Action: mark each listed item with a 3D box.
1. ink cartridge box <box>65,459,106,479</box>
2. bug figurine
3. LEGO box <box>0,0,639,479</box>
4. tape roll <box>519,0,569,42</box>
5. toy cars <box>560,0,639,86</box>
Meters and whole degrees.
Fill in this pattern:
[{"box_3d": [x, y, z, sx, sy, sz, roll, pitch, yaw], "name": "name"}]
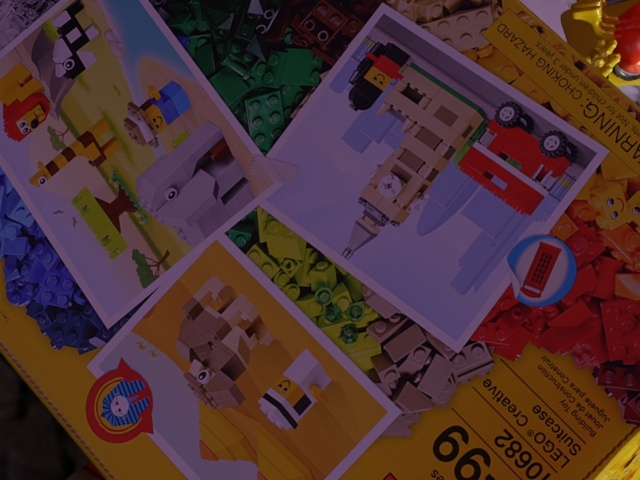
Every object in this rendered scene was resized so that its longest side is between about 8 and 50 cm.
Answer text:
[{"box_3d": [-0.107, 0.196, 1.093, 0.145, 0.045, 0.179, 32, 47, 4], "name": "ink cartridge box"}, {"box_3d": [0.139, -0.127, 1.256, 0.279, 0.072, 0.216, -3, 26, 24], "name": "bug figurine"}, {"box_3d": [0.000, 0.000, 1.051, 0.500, 0.372, 0.193, 45, 3, 23], "name": "LEGO box"}, {"box_3d": [0.082, -0.193, 1.490, 0.286, 0.100, 0.286, 13, 46, -14], "name": "tape roll"}, {"box_3d": [0.231, -0.102, 1.340, 0.393, 0.087, 0.176, -41, 43, -24], "name": "toy cars"}]
